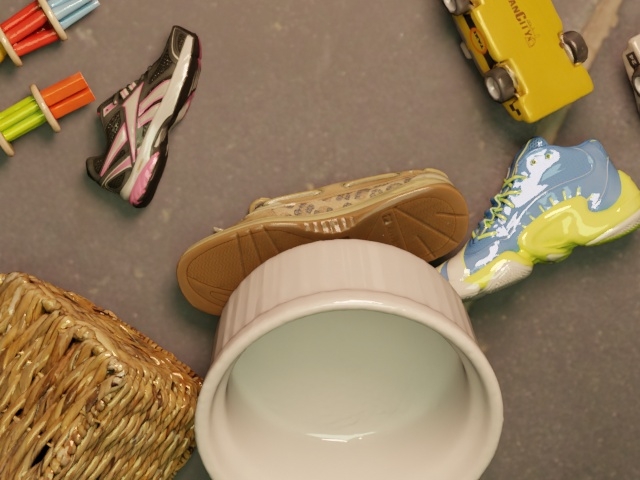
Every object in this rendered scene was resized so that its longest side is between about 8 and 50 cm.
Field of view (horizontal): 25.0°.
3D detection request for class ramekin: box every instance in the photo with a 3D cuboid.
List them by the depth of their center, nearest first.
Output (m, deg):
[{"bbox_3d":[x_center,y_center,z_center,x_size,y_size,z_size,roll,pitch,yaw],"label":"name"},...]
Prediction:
[{"bbox_3d":[0.024,0.132,1.344,0.277,0.135,0.277,-1,123,-1],"label":"ramekin"}]

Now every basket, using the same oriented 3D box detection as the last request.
[{"bbox_3d":[-0.285,0.196,1.382,0.213,0.223,0.299,36,91,25],"label":"basket"}]

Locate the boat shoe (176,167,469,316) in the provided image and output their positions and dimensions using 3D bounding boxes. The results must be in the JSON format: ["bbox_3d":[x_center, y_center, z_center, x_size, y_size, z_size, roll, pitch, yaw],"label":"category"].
[{"bbox_3d":[0.000,0.000,1.406,0.285,0.089,0.104,-13,116,-2],"label":"boat shoe"}]

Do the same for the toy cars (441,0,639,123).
[{"bbox_3d":[0.271,-0.165,1.414,0.394,0.087,0.176,23,78,-12],"label":"toy cars"}]

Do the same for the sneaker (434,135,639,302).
[{"bbox_3d":[0.194,-0.026,1.426,0.240,0.091,0.126,-22,84,-9],"label":"sneaker"}]

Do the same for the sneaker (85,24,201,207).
[{"bbox_3d":[-0.172,-0.126,1.376,0.077,0.072,0.178,22,87,3],"label":"sneaker"}]

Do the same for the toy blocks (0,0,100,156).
[{"bbox_3d":[-0.261,-0.167,1.368,0.148,0.054,0.123,-30,97,-3],"label":"toy blocks"}]
